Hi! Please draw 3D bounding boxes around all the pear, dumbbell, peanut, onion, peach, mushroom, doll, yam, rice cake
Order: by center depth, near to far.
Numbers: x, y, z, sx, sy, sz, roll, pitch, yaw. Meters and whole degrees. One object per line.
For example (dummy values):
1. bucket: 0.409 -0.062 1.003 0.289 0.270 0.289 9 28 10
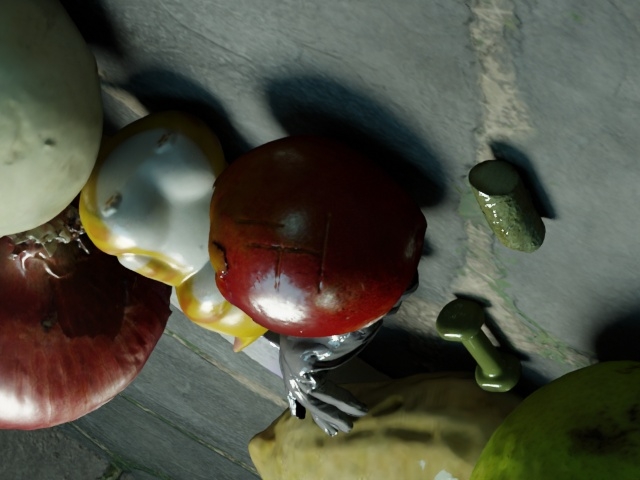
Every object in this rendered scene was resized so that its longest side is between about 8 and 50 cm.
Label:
1. yam: 0.156 -0.028 1.292 0.043 0.043 0.094 17 152 36
2. peach: 0.000 0.000 1.400 0.197 0.197 0.197 28 159 12
3. pear: 0.285 0.311 1.408 0.391 0.391 0.391 28 159 12
4. mushroom: -0.367 -0.155 1.521 0.314 0.314 0.336 42 -171 -22
5. doll: -0.122 -0.010 1.568 0.269 0.166 0.162 44 -178 -18
6. dumbbell: 0.162 0.108 1.580 0.052 0.046 0.118 5 147 41
7. onion: -0.326 0.026 1.698 0.348 0.347 0.285 34 149 -2
8. peanut: 0.083 0.237 1.746 0.387 0.169 0.192 -7 163 37
9. rice cake: -0.061 0.114 1.882 0.399 0.064 0.070 33 145 1

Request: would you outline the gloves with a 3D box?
1. gloves: 0.019 0.096 1.599 0.119 0.142 0.285 23 132 5
